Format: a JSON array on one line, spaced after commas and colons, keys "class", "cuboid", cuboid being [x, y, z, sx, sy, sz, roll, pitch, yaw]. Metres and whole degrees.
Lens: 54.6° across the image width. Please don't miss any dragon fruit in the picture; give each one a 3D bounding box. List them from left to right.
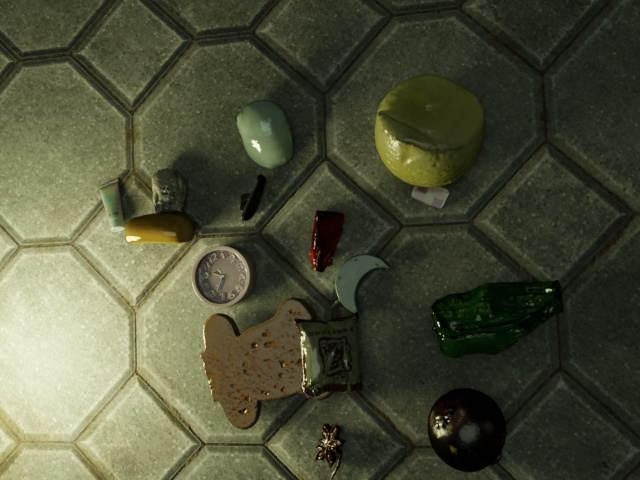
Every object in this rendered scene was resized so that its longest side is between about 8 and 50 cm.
[{"class": "dragon fruit", "cuboid": [0.019, 0.003, 1.902, 0.092, 0.122, 0.192, 8, 86, -3]}]

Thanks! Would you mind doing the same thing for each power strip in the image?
[{"class": "power strip", "cuboid": [0.110, 0.132, 1.908, 0.137, 0.044, 0.216, 35, 93, 11]}]

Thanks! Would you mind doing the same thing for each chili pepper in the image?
[{"class": "chili pepper", "cuboid": [0.506, 0.226, 1.761, 0.384, 0.213, 0.167, -16, 126, 13]}]

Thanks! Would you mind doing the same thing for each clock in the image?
[{"class": "clock", "cuboid": [-0.308, 0.115, 1.981, 0.196, 0.068, 0.197, -1, 86, 12]}]

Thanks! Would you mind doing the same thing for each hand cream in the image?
[{"class": "hand cream", "cuboid": [-0.697, -0.117, 2.089, 0.076, 0.047, 0.174, -21, 74, 10]}]

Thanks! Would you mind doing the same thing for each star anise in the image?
[{"class": "star anise", "cuboid": [0.031, 0.652, 1.885, 0.097, 0.070, 0.191, 14, 91, 39]}]

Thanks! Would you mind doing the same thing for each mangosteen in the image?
[{"class": "mangosteen", "cuboid": [0.430, 0.540, 1.749, 0.265, 0.228, 0.228, 33, 94, -26]}]

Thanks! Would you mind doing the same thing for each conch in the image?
[{"class": "conch", "cuboid": [-0.180, -0.336, 1.970, 0.185, 0.121, 0.221, -34, 85, 37]}]

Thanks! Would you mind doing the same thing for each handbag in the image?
[{"class": "handbag", "cuboid": [0.026, 0.334, 1.820, 0.213, 0.127, 0.235, -1, 85, -32]}]

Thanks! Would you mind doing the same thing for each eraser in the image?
[{"class": "eraser", "cuboid": [0.334, -0.141, 1.890, 0.105, 0.026, 0.065, 25, 89, 12]}]

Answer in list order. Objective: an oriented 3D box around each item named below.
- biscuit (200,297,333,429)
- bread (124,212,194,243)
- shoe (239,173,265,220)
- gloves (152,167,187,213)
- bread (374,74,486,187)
[{"class": "biscuit", "cuboid": [-0.173, 0.365, 1.941, 0.394, 0.076, 0.368, -22, 82, 6]}, {"class": "bread", "cuboid": [-0.515, -0.039, 1.990, 0.217, 0.147, 0.098, -2, 101, 7]}, {"class": "shoe", "cuboid": [-0.225, -0.141, 1.987, 0.053, 0.062, 0.159, 24, 92, 25]}, {"class": "gloves", "cuboid": [-0.497, -0.163, 2.032, 0.114, 0.070, 0.153, -9, 76, 9]}, {"class": "bread", "cuboid": [0.314, -0.313, 1.807, 0.320, 0.237, 0.321, -1, 74, 3]}]
